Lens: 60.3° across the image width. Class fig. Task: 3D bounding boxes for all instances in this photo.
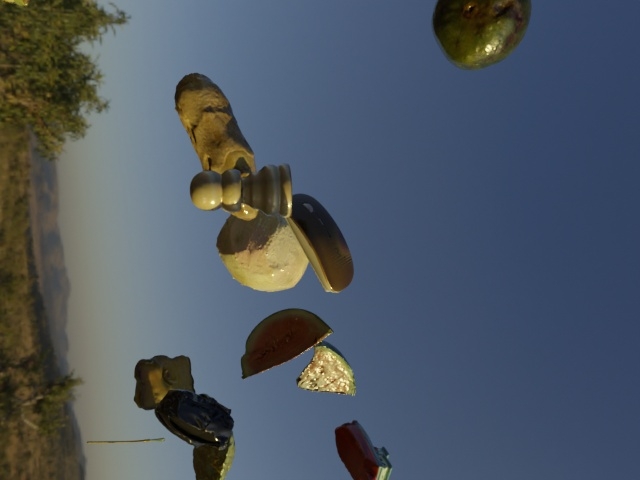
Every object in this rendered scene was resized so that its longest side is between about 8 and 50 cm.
[{"bbox_3d":[0.331,-0.448,1.100,0.195,0.245,0.195,17,-56,26],"label":"fig"}]

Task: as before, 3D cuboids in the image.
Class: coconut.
[{"bbox_3d":[-0.170,0.028,1.692,0.254,0.297,0.297,-59,-157,-12],"label":"coconut"}]

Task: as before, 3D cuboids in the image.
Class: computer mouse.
[{"bbox_3d":[0.000,0.000,1.245,0.056,0.126,0.245,-31,-93,36],"label":"computer mouse"}]

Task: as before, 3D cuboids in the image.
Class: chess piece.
[{"bbox_3d":[-0.136,-0.084,0.939,0.094,0.171,0.094,178,-90,-77],"label":"chess piece"}]

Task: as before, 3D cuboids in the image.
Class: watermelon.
[{"bbox_3d":[0.002,0.298,1.283,0.071,0.139,0.187,-98,164,-58],"label":"watermelon"},{"bbox_3d":[-0.062,0.149,0.880,0.069,0.163,0.087,60,7,-6],"label":"watermelon"}]

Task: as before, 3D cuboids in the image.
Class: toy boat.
[{"bbox_3d":[0.075,0.379,0.987,0.173,0.059,0.069,35,-71,66],"label":"toy boat"}]

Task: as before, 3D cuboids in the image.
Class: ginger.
[{"bbox_3d":[-0.225,-0.205,1.250,0.353,0.126,0.190,66,-14,-15],"label":"ginger"}]

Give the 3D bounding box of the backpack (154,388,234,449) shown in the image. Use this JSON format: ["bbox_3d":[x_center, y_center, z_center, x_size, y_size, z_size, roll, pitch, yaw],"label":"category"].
[{"bbox_3d":[-0.275,0.384,1.210,0.120,0.165,0.105,-11,-138,44],"label":"backpack"}]

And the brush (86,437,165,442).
[{"bbox_3d":[-0.540,0.558,1.531,0.083,0.205,0.011,134,-43,-63],"label":"brush"}]

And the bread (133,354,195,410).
[{"bbox_3d":[-0.483,0.436,1.681,0.088,0.233,0.160,-27,-112,18],"label":"bread"}]

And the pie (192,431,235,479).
[{"bbox_3d":[-0.318,0.631,1.650,0.201,0.090,0.247,31,-70,49],"label":"pie"}]

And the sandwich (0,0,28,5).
[{"bbox_3d":[-0.538,-0.462,0.830,0.117,0.144,0.187,21,-63,28],"label":"sandwich"}]
